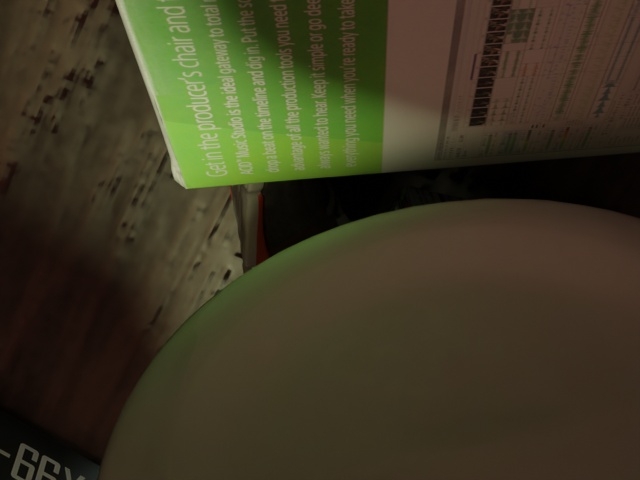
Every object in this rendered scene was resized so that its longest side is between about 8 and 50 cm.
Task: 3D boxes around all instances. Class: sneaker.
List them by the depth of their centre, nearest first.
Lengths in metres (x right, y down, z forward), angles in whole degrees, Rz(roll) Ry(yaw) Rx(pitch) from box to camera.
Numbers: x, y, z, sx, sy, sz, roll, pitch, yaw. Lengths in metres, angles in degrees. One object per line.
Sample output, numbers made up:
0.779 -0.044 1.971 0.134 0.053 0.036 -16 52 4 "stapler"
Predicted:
0.000 0.000 0.548 0.065 0.061 0.158 -10 132 -3 "sneaker"

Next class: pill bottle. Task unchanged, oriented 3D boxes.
0.062 0.182 0.463 0.210 0.210 0.363 -4 132 6 "pill bottle"

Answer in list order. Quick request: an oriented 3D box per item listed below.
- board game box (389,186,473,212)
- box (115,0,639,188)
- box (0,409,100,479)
0.041 0.077 0.550 0.194 0.060 0.194 8 126 -28 "board game box"
0.103 -0.089 0.374 0.322 0.058 0.232 -6 162 -1 "box"
-0.237 0.193 0.672 0.242 0.076 0.307 34 119 -17 "box"
